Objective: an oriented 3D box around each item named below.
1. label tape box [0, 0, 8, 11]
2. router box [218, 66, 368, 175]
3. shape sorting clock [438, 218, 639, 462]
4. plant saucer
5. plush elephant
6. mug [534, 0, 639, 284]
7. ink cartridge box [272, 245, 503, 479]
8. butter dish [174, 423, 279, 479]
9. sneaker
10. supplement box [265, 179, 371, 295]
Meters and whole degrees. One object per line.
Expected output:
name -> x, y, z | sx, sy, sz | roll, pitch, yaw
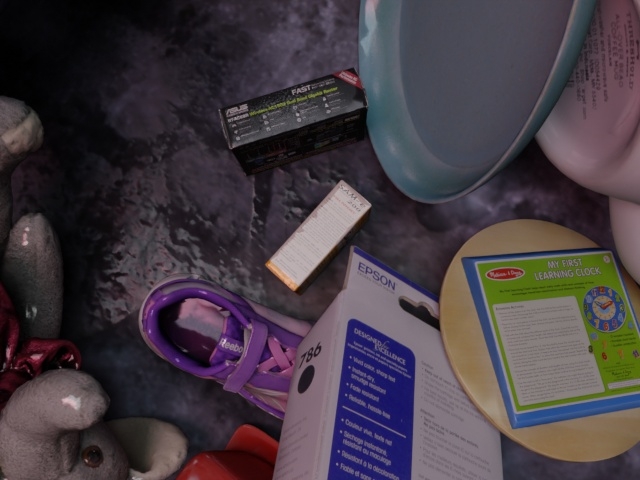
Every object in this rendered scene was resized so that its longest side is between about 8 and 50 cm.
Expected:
label tape box -> -0.271, -0.252, 0.495 | 0.115, 0.249, 0.348 | 36, 77, -31
router box -> -0.021, -0.102, 0.561 | 0.122, 0.092, 0.038 | -17, 81, -1
shape sorting clock -> 0.193, 0.076, 0.527 | 0.206, 0.040, 0.206 | 6, 67, -14
plant saucer -> 0.104, -0.186, 0.472 | 0.043, 0.317, 0.318 | 0, 81, -19
plush elephant -> -0.238, 0.118, 0.444 | 0.255, 0.272, 0.330 | 29, 127, 11
mug -> 0.330, -0.112, 0.469 | 0.327, 0.276, 0.374 | -13, 119, -8
ink cartridge box -> 0.050, 0.172, 0.434 | 0.165, 0.065, 0.333 | 31, 44, -19
butter dish -> -0.079, 0.229, 0.475 | 0.160, 0.118, 0.160 | 21, 81, 45
sneaker -> -0.048, 0.094, 0.527 | 0.236, 0.104, 0.095 | 21, 80, 2
supplement box -> 0.000, 0.000, 0.560 | 0.036, 0.062, 0.098 | 41, 86, 8
